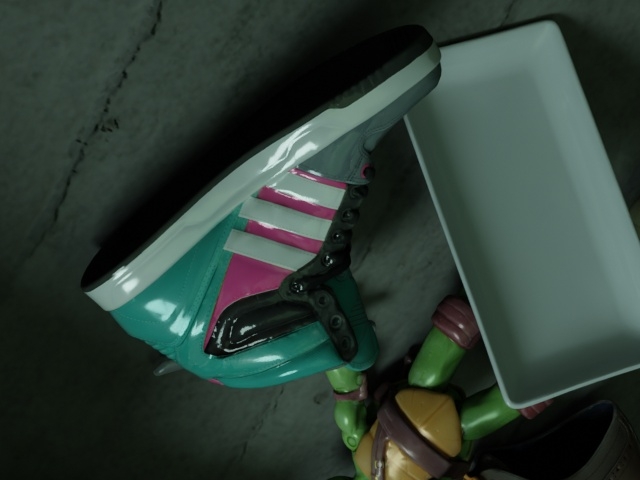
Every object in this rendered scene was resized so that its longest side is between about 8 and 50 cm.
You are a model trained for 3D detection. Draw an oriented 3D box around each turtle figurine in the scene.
[{"bbox_3d":[0.078,0.126,1.120,0.266,0.198,0.275,-45,131,4],"label":"turtle figurine"}]

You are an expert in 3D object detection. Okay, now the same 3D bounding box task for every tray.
[{"bbox_3d":[0.153,-0.021,1.089,0.145,0.030,0.270,-16,82,-18],"label":"tray"}]

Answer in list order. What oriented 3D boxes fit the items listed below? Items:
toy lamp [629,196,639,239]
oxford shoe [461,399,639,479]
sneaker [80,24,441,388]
[{"bbox_3d":[0.241,0.012,1.211,0.080,0.080,0.274,28,100,-35],"label":"toy lamp"},{"bbox_3d":[0.123,0.254,1.276,0.364,0.130,0.132,-26,116,-20],"label":"oxford shoe"},{"bbox_3d":[0.000,0.000,1.031,0.295,0.124,0.178,-38,109,8],"label":"sneaker"}]
